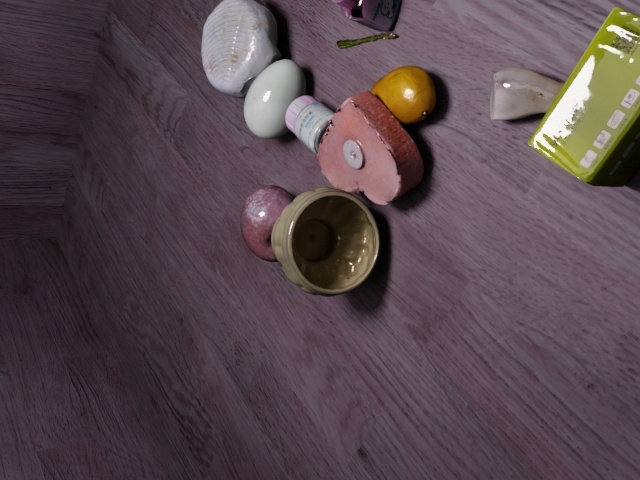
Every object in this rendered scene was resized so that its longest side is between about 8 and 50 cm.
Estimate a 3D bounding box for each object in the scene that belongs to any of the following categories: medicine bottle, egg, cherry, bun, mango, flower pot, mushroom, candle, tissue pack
[{"bbox_3d":[0.117,-0.641,1.549,0.094,0.187,0.119,32,110,43],"label":"medicine bottle"},{"bbox_3d":[-0.141,-0.447,1.852,0.183,0.182,0.264,48,118,35],"label":"egg"},{"bbox_3d":[-0.152,-0.052,1.844,0.286,0.212,0.236,-108,28,-42],"label":"cherry"},{"bbox_3d":[-0.256,-0.643,1.961,0.354,0.194,0.355,-2,87,47],"label":"bun"},{"bbox_3d":[-0.013,-0.347,1.754,0.168,0.135,0.135,47,124,37],"label":"medicine bottle"},{"bbox_3d":[0.212,-0.383,1.524,0.227,0.109,0.147,30,121,52],"label":"mango"},{"bbox_3d":[0.000,0.000,1.654,0.244,0.307,0.308,-170,80,-67],"label":"flower pot"},{"bbox_3d":[0.465,-0.319,1.269,0.225,0.093,0.116,9,108,38],"label":"mushroom"},{"bbox_3d":[0.125,-0.259,1.569,0.316,0.131,0.288,17,131,47],"label":"candle"},{"bbox_3d":[0.554,-0.255,1.082,0.167,0.200,0.275,47,124,33],"label":"tissue pack"}]

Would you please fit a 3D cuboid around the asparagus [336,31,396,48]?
[{"bbox_3d":[0.130,-0.575,1.667,0.232,0.022,0.023,10,82,48],"label":"asparagus"}]
